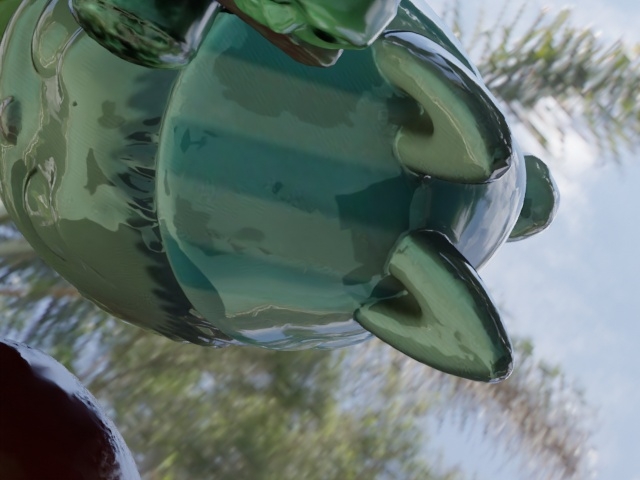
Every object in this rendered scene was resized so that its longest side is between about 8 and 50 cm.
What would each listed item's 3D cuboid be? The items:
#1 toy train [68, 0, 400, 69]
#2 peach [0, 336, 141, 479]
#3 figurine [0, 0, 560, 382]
[{"bbox_3d":[0.022,-0.194,0.658,0.221,0.150,0.304,19,-100,52],"label":"toy train"},{"bbox_3d":[-0.212,0.197,0.947,0.257,0.362,0.201,4,-36,-8],"label":"peach"},{"bbox_3d":[0.000,0.000,0.998,0.266,0.378,0.361,-44,-50,7],"label":"figurine"}]
